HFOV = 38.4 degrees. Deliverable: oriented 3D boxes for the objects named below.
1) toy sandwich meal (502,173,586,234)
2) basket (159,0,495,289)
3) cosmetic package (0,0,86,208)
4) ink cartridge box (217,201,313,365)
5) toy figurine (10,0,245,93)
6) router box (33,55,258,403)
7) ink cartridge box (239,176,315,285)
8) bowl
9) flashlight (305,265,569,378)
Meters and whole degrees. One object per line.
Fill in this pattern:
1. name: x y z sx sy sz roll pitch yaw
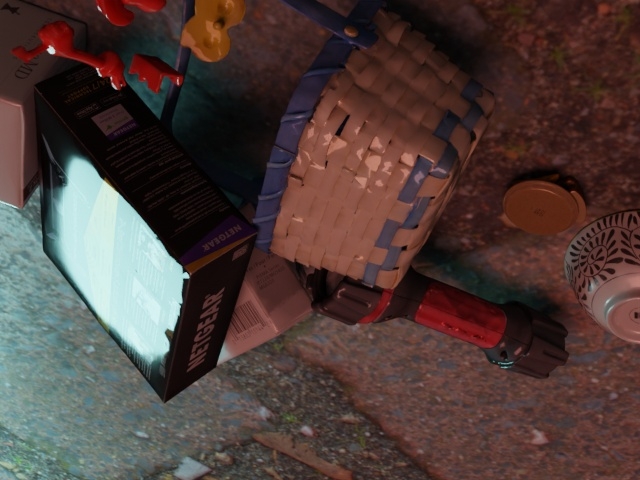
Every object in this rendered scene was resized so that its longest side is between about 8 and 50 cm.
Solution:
1. toy sandwich meal: 0.231 -0.040 0.950 0.085 0.029 0.085 14 141 12
2. basket: -0.011 -0.103 0.847 0.289 0.201 0.255 27 141 2
3. cosmetic package: -0.360 -0.158 0.956 0.184 0.151 0.151 19 137 0
4. ink cartridge box: -0.161 0.020 1.082 0.261 0.066 0.296 57 146 -1
5. toy figurine: -0.163 -0.319 0.684 0.217 0.191 0.362 37 120 36
6. router box: -0.191 0.002 0.949 0.243 0.081 0.309 48 150 15
7. ink cartridge box: 0.000 0.000 1.050 0.180 0.060 0.104 12 136 9
8. bowl: 0.341 0.057 0.968 0.170 0.080 0.170 11 138 10
9. flashlight: 0.137 0.076 1.001 0.304 0.103 0.103 22 140 -22
